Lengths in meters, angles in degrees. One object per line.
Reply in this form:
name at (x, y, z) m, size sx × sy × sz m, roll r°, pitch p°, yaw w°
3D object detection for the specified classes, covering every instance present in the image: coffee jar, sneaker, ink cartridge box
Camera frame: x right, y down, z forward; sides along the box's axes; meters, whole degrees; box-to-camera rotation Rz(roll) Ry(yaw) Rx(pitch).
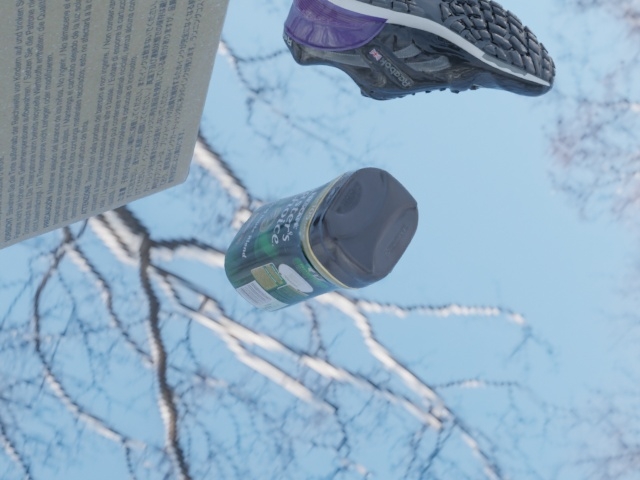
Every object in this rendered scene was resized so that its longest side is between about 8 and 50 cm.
coffee jar at (0.000, 0.000, 1.234) m, size 0.079 × 0.184 × 0.096 m, roll 44°, pitch -119°, yaw -17°
sneaker at (0.099, -0.196, 1.531) m, size 0.283 × 0.124 × 0.107 m, roll 20°, pitch -141°, yaw -12°
ink cartridge box at (-0.145, -0.089, 0.658) m, size 0.193 × 0.234 × 0.088 m, roll -20°, pitch -114°, yaw -25°
